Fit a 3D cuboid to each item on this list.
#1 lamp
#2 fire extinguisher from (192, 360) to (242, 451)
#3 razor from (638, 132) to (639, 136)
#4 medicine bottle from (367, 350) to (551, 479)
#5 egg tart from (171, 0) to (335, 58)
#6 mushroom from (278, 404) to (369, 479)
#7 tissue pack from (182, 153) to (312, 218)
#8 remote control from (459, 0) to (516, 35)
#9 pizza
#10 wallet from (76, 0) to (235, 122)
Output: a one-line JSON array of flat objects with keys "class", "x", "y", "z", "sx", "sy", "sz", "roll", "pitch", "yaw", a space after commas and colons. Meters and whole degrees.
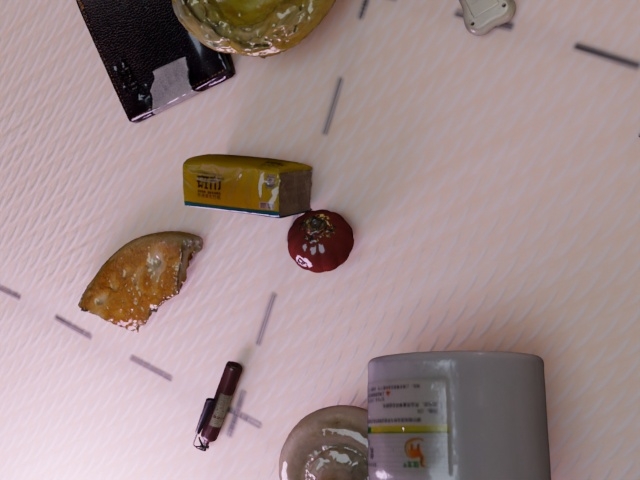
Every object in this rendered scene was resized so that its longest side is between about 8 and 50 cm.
[{"class": "lamp", "x": 0.000, "y": 0.000, "z": 1.301, "sx": 0.101, "sy": 0.090, "sz": 0.101, "roll": -5, "pitch": 59, "yaw": 8}, {"class": "fire extinguisher", "x": -0.173, "y": 0.279, "z": 1.429, "sx": 0.035, "sy": 0.049, "sz": 0.173, "roll": 24, "pitch": 105, "yaw": 13}, {"class": "razor", "x": 0.482, "y": -0.193, "z": 1.094, "sx": 0.066, "sy": 0.033, "sz": 0.190, "roll": 37, "pitch": 108, "yaw": 16}, {"class": "medicine bottle", "x": 0.177, "y": 0.267, "z": 1.140, "sx": 0.237, "sy": 0.238, "sz": 0.232, "roll": -7, "pitch": 75, "yaw": 25}, {"class": "egg tart", "x": -0.090, "y": -0.400, "z": 1.283, "sx": 0.288, "sy": 0.118, "sz": 0.288, "roll": 2, "pitch": 97, "yaw": 18}, {"class": "mushroom", "x": 0.020, "y": 0.351, "z": 1.274, "sx": 0.206, "sy": 0.209, "sz": 0.206, "roll": 23, "pitch": 124, "yaw": 40}, {"class": "tissue pack", "x": -0.109, "y": -0.085, "z": 1.325, "sx": 0.169, "sy": 0.120, "sz": 0.082, "roll": 8, "pitch": 100, "yaw": 25}, {"class": "remote control", "x": 0.215, "y": -0.345, "z": 1.201, "sx": 0.074, "sy": 0.032, "sz": 0.122, "roll": -26, "pitch": 84, "yaw": 24}, {"class": "pizza", "x": -0.299, "y": 0.066, "z": 1.461, "sx": 0.271, "sy": 0.056, "sz": 0.134, "roll": -40, "pitch": 76, "yaw": 21}, {"class": "wallet", "x": -0.272, "y": -0.346, "z": 1.407, "sx": 0.220, "sy": 0.071, "sz": 0.262, "roll": -20, "pitch": 93, "yaw": 24}]
